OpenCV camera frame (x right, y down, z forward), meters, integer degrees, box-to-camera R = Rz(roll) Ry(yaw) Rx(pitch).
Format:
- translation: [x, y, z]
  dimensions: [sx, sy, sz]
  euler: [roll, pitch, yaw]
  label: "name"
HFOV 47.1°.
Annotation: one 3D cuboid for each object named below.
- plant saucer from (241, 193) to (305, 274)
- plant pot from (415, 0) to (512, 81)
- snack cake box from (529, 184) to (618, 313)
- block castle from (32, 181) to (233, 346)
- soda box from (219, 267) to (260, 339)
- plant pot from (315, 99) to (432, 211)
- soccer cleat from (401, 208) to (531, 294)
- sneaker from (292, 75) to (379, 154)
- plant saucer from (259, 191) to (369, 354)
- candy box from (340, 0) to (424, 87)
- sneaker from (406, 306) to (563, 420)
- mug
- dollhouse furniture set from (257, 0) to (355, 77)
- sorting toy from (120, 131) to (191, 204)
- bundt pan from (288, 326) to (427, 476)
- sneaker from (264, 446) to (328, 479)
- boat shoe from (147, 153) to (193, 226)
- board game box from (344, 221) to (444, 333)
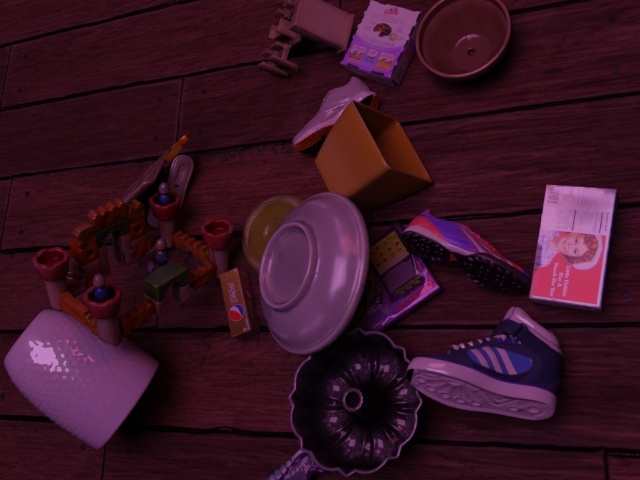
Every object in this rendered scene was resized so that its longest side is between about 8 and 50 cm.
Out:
- translation: [-0.119, -0.017, 1.989]
  dimensions: [0.240, 0.037, 0.241]
  euler: [-8, 72, 25]
  label: "plant saucer"
- translation: [0.368, -0.496, 1.845]
  dimensions: [0.237, 0.109, 0.238]
  euler: [-7, 74, 24]
  label: "plant pot"
- translation: [0.560, 0.017, 1.618]
  dimensions: [0.152, 0.089, 0.265]
  euler: [7, 79, 26]
  label: "snack cake box"
- translation: [-0.477, 0.038, 1.916]
  dimensions: [0.303, 0.453, 0.213]
  euler: [27, 133, 31]
  label: "block castle"
- translation: [-0.217, 0.170, 1.972]
  dimensions: [0.061, 0.058, 0.181]
  euler: [-22, 67, 18]
  label: "soda box"
- translation: [0.114, -0.190, 1.838]
  dimensions: [0.187, 0.212, 0.212]
  euler: [-38, 62, 28]
  label: "plant pot"
- translation: [0.351, 0.021, 1.717]
  dimensions: [0.318, 0.109, 0.116]
  euler: [24, 55, 22]
  label: "soccer cleat"
- translation: [0.028, -0.338, 1.985]
  dimensions: [0.262, 0.099, 0.121]
  euler: [-34, 56, 6]
  label: "sneaker"
- translation: [-0.048, 0.067, 1.750]
  dimensions: [0.400, 0.100, 0.401]
  euler: [-26, 55, 46]
  label: "plant saucer"
- translation: [0.171, -0.529, 1.972]
  dimensions: [0.164, 0.070, 0.196]
  euler: [25, 88, 30]
  label: "candy box"
- translation: [0.360, 0.240, 1.588]
  dimensions: [0.322, 0.130, 0.236]
  euler: [13, 50, 7]
  label: "sneaker"
- translation: [-0.645, 0.337, 1.970]
  dimensions: [0.328, 0.374, 0.276]
  euler: [37, 88, -10]
  label: "mug"
- translation: [-0.038, -0.576, 2.052]
  dimensions: [0.242, 0.161, 0.212]
  euler: [-5, 69, 64]
  label: "dollhouse furniture set"
- translation: [-0.487, -0.176, 2.115]
  dimensions: [0.307, 0.041, 0.229]
  euler: [-38, 19, 24]
  label: "sorting toy"
- translation: [0.097, 0.375, 1.687]
  dimensions: [0.330, 0.124, 0.331]
  euler: [-10, 66, 24]
  label: "bundt pan"
- translation: [-0.072, 0.594, 1.770]
  dimensions: [0.224, 0.083, 0.098]
  euler: [-46, 66, 7]
  label: "sneaker"
- translation: [-0.443, -0.148, 2.175]
  dimensions: [0.233, 0.084, 0.079]
  euler: [-63, 22, 6]
  label: "boat shoe"
- translation: [0.110, 0.136, 1.830]
  dimensions: [0.346, 0.056, 0.208]
  euler: [-36, 59, 13]
  label: "board game box"
